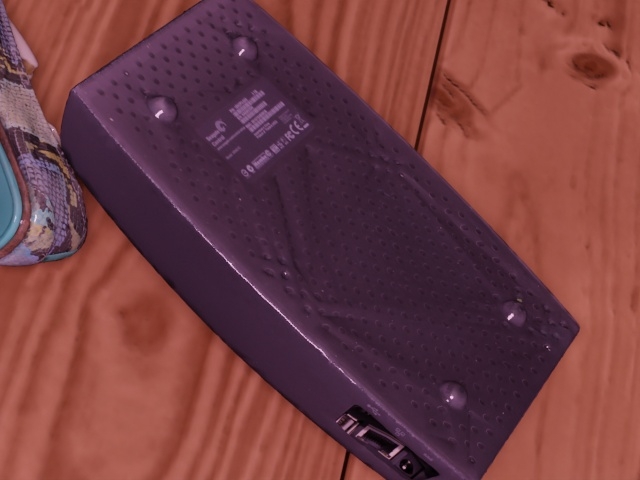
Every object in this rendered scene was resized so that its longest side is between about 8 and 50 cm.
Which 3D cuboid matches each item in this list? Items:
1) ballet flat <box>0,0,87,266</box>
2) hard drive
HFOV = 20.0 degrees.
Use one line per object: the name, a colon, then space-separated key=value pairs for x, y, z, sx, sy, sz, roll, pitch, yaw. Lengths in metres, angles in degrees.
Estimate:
ballet flat: x=-0.160 y=-0.066 z=0.879 sx=0.070 sy=0.070 sz=0.188 roll=-7 pitch=64 yaw=-30
hard drive: x=0.000 y=0.000 z=0.879 sx=0.254 sy=0.054 sz=0.172 roll=44 pitch=37 yaw=0
